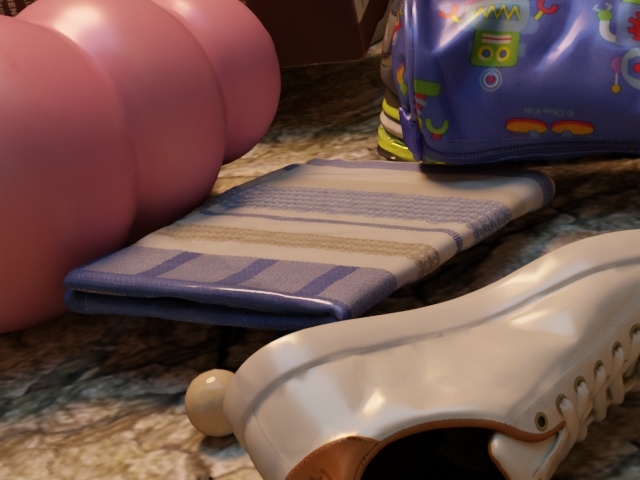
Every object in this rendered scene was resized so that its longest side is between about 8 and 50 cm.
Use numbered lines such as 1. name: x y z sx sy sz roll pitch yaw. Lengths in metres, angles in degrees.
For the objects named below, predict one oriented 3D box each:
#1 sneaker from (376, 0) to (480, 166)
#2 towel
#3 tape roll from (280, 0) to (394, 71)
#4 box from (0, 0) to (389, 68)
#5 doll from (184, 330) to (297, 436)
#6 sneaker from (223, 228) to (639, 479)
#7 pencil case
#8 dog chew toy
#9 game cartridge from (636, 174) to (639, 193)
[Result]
1. sneaker: 0.180 -0.129 1.330 0.300 0.121 0.111 -8 23 5
2. towel: 0.000 0.000 1.175 0.209 0.034 0.285 4 18 31
3. tape roll: -0.042 -0.217 1.698 0.219 0.072 0.219 -8 23 4
4. box: -0.141 -0.225 1.521 0.381 0.143 0.191 -3 32 14
5. doll: 0.018 0.070 1.036 0.189 0.046 0.129 -12 22 -4
6. sneaker: 0.106 0.084 0.935 0.290 0.106 0.123 -17 49 -21
7. pencil case: 0.197 -0.106 1.224 0.306 0.119 0.133 1 56 10
8. dog chew toy: -0.159 -0.074 1.241 0.207 0.206 0.332 13 33 43
9. game cartridge: 0.244 -0.033 1.217 0.056 0.017 0.083 -24 26 -20
